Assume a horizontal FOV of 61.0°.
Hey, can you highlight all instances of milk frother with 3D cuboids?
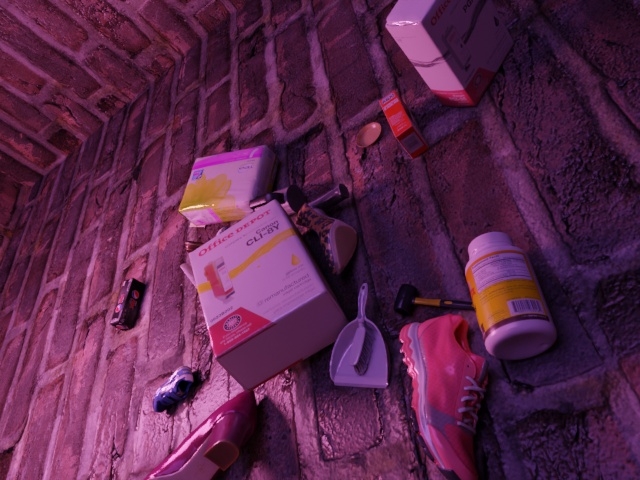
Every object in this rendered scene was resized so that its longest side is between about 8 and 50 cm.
[{"bbox_3d":[-0.123,-0.070,1.538,0.134,0.129,0.143,-15,94,36],"label":"milk frother"}]

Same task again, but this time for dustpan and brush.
[{"bbox_3d":[0.087,0.196,1.146,0.147,0.060,0.211,-9,55,39],"label":"dustpan and brush"}]

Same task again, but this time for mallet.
[{"bbox_3d":[0.237,0.117,1.092,0.189,0.039,0.062,-6,54,35],"label":"mallet"}]

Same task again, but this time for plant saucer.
[{"bbox_3d":[0.136,-0.289,1.509,0.083,0.015,0.083,-25,46,29],"label":"plant saucer"}]

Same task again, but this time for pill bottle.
[{"bbox_3d":[0.325,0.091,0.957,0.117,0.117,0.215,-27,44,26],"label":"pill bottle"}]

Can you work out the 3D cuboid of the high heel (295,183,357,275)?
[{"bbox_3d":[0.000,0.000,1.376,0.186,0.093,0.261,-31,45,39],"label":"high heel"}]

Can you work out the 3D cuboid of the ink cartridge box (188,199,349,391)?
[{"bbox_3d":[-0.136,0.114,1.301,0.279,0.160,0.385,-32,40,1],"label":"ink cartridge box"}]

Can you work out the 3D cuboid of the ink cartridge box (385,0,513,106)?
[{"bbox_3d":[0.311,-0.487,1.284,0.117,0.283,0.207,23,78,50],"label":"ink cartridge box"}]

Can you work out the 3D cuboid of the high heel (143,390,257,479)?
[{"bbox_3d":[-0.281,0.499,1.263,0.377,0.127,0.181,-38,12,22],"label":"high heel"}]

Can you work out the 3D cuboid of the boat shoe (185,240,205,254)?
[{"bbox_3d":[-0.361,0.039,1.632,0.064,0.178,0.060,9,81,6],"label":"boat shoe"}]

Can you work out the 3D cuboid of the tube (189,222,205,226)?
[{"bbox_3d":[-0.379,-0.153,1.866,0.070,0.062,0.240,116,173,-72],"label":"tube"}]

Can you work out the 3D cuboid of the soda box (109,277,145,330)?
[{"bbox_3d":[-0.647,0.214,1.829,0.053,0.060,0.169,-18,49,32],"label":"soda box"}]

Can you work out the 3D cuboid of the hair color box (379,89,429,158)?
[{"bbox_3d":[0.212,-0.296,1.382,0.053,0.093,0.167,-34,43,19],"label":"hair color box"}]

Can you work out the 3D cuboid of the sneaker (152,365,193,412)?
[{"bbox_3d":[-0.392,0.404,1.448,0.144,0.053,0.059,-53,41,-1],"label":"sneaker"}]

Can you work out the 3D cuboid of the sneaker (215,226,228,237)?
[{"bbox_3d":[-0.308,0.045,1.634,0.083,0.071,0.191,-25,46,36],"label":"sneaker"}]

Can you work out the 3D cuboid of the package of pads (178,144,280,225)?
[{"bbox_3d":[-0.290,-0.168,1.714,0.296,0.101,0.229,-7,56,26],"label":"package of pads"}]

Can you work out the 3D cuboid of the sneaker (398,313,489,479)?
[{"bbox_3d":[0.228,0.255,0.927,0.136,0.116,0.314,-29,44,22],"label":"sneaker"}]

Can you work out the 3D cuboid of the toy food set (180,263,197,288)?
[{"bbox_3d":[-0.280,0.050,1.532,0.217,0.071,0.128,-28,64,-14],"label":"toy food set"}]
